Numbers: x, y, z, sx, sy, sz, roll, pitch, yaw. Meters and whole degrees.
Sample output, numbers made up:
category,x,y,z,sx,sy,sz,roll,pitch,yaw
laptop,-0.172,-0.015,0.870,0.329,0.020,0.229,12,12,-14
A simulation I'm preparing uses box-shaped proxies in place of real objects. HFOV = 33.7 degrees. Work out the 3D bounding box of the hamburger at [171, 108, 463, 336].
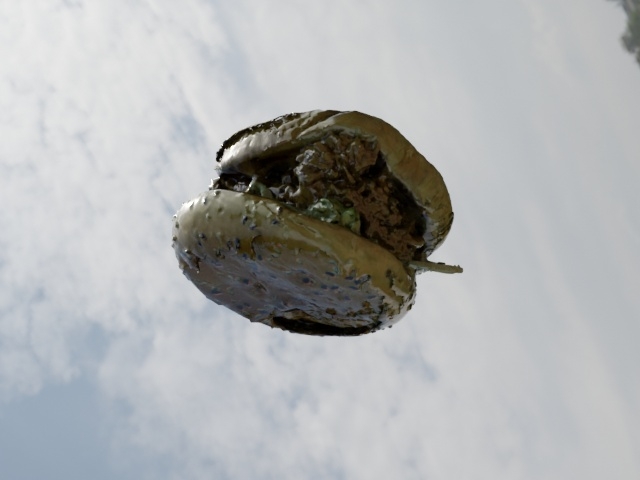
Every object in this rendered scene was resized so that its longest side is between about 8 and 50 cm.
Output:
category,x,y,z,sx,sy,sz,roll,pitch,yaw
hamburger,0.000,0.000,0.688,0.177,0.186,0.113,92,-158,-59
